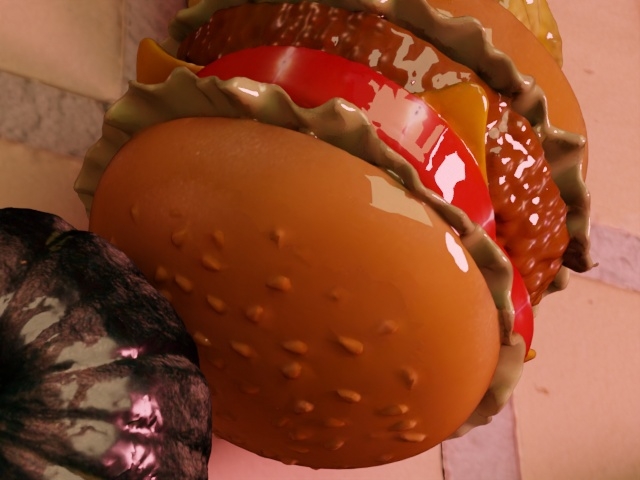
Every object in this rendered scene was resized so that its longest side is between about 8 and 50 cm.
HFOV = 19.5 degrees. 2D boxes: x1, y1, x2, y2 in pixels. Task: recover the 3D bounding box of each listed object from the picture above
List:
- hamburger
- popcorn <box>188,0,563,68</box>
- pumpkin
[{"bbox_3d":[0.000,0.000,0.982,0.274,0.274,0.212,37,53,-10],"label":"hamburger"},{"bbox_3d":[0.029,-0.144,1.133,0.235,0.216,0.181,22,42,32],"label":"popcorn"},{"bbox_3d":[-0.157,0.093,0.862,0.221,0.162,0.220,0,73,-1],"label":"pumpkin"}]
